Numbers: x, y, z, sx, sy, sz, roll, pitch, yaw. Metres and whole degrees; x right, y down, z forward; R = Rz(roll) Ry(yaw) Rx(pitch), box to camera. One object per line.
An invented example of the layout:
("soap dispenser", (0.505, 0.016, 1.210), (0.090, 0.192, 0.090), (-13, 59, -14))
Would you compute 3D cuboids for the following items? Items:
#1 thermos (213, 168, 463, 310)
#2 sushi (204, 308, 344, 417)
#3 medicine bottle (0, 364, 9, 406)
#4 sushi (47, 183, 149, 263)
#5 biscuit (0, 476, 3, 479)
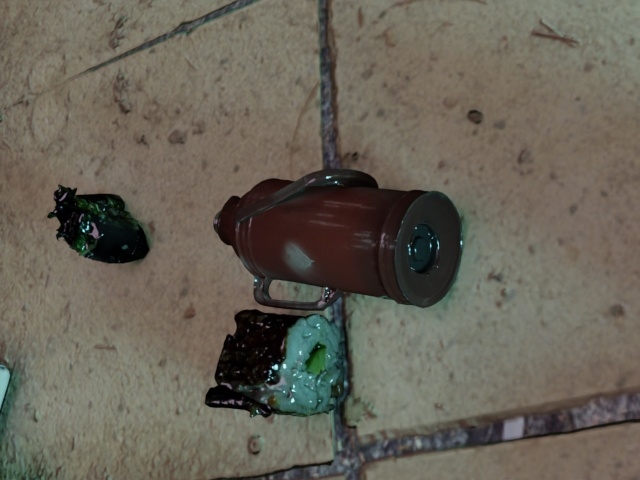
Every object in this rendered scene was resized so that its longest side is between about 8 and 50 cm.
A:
("thermos", (-0.002, 0.000, 1.044), (0.232, 0.099, 0.124), (6, 82, 38))
("sushi", (-0.035, 0.105, 1.039), (0.084, 0.098, 0.094), (-1, 78, 40))
("medicine bottle", (-0.413, 0.225, 1.318), (0.115, 0.078, 0.219), (14, 86, 36))
("sushi", (-0.227, -0.012, 1.237), (0.083, 0.085, 0.056), (43, 105, 37))
("biscuit", (-0.404, 0.339, 1.218), (0.296, 0.102, 0.296), (1, 93, 15))
